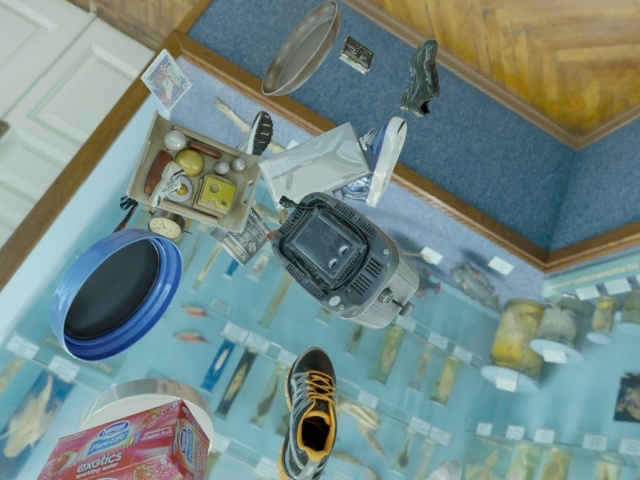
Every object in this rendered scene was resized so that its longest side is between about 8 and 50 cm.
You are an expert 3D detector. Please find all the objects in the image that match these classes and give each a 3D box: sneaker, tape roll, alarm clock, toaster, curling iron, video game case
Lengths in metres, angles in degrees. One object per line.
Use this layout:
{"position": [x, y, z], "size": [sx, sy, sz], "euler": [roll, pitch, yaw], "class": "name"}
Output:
{"position": [0.087, -0.241, 1.359], "size": [0.236, 0.130, 0.322], "euler": [27, 147, 10], "class": "sneaker"}
{"position": [-0.512, 0.578, 1.454], "size": [0.392, 0.392, 0.072], "euler": [40, -170, -29], "class": "tape roll"}
{"position": [-0.244, -0.087, 0.794], "size": [0.037, 0.083, 0.032], "euler": [34, 156, -30], "class": "sneaker"}
{"position": [-0.562, -0.068, 1.749], "size": [0.129, 0.064, 0.192], "euler": [-22, 133, 27], "class": "alarm clock"}
{"position": [-0.007, 0.241, 0.710], "size": [0.084, 0.214, 0.083], "euler": [17, 132, -12], "class": "sneaker"}
{"position": [0.035, 0.030, 0.706], "size": [0.227, 0.129, 0.146], "euler": [38, -179, 36], "class": "toaster"}
{"position": [-0.251, -0.331, 1.735], "size": [0.108, 0.271, 0.100], "euler": [30, -164, 26], "class": "sneaker"}
{"position": [0.385, -0.579, 1.778], "size": [0.130, 0.109, 0.286], "euler": [42, 143, 31], "class": "sneaker"}
{"position": [-0.755, -0.051, 1.819], "size": [0.068, 0.273, 0.035], "euler": [22, 158, -11], "class": "curling iron"}
{"position": [-0.683, -0.709, 2.182], "size": [0.183, 0.023, 0.201], "euler": [-39, 88, 24], "class": "video game case"}

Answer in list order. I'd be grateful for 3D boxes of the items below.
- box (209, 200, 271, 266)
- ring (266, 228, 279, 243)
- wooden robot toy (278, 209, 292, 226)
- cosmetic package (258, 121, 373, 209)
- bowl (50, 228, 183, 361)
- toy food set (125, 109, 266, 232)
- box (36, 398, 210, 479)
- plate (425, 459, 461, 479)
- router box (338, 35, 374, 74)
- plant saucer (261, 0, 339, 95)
{"position": [-0.297, -0.024, 1.895], "size": [0.056, 0.183, 0.231], "euler": [36, 169, 31], "class": "box"}
{"position": [0.000, 0.000, 1.533], "size": [0.337, 0.032, 0.336], "euler": [2, -168, 0], "class": "ring"}
{"position": [-0.115, -0.084, 1.954], "size": [0.076, 0.079, 0.173], "euler": [-19, 89, 39], "class": "wooden robot toy"}
{"position": [-0.009, -0.169, 1.149], "size": [0.238, 0.127, 0.107], "euler": [-20, 180, 11], "class": "cosmetic package"}
{"position": [-0.546, 0.144, 1.340], "size": [0.077, 0.391, 0.391], "euler": [30, 159, 21], "class": "bowl"}
{"position": [-0.304, -0.166, 1.239], "size": [0.306, 0.219, 0.092], "euler": [20, 172, -29], "class": "toy food set"}
{"position": [-0.340, 0.395, 0.854], "size": [0.257, 0.128, 0.122], "euler": [-19, 115, 6], "class": "box"}
{"position": [0.214, 0.602, 1.075], "size": [0.045, 0.277, 0.278], "euler": [40, 177, 32], "class": "plate"}
{"position": [0.132, -0.685, 1.819], "size": [0.123, 0.092, 0.038], "euler": [27, 151, -19], "class": "router box"}
{"position": [-0.049, -0.522, 1.367], "size": [0.050, 0.310, 0.311], "euler": [34, 156, -30], "class": "plant saucer"}
